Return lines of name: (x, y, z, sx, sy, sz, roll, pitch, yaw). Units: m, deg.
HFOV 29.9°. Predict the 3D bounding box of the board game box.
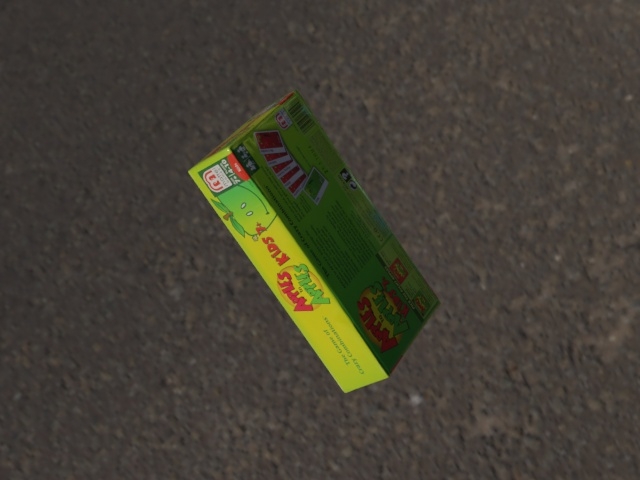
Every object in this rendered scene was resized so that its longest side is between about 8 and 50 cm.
board game box: (0.000, 0.000, 0.801, 0.043, 0.181, 0.092, -25, 15, 40)
